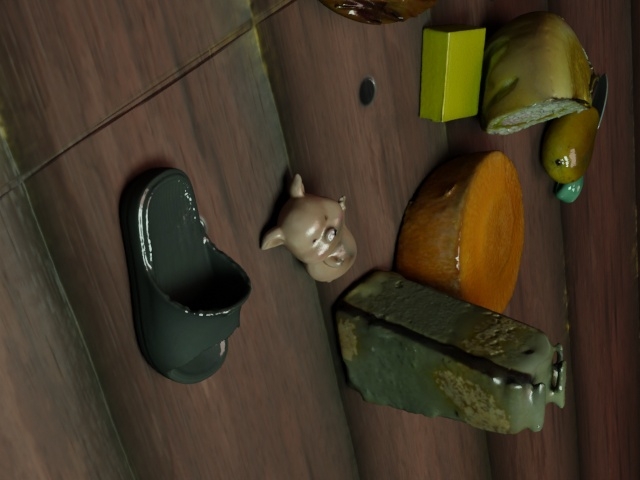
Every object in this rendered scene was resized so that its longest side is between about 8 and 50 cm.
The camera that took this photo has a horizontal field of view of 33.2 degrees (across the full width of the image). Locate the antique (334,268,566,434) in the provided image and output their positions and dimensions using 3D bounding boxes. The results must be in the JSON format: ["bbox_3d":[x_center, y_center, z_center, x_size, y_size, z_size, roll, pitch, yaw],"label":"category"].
[{"bbox_3d":[0.165,0.147,1.341,0.125,0.284,0.150,-38,131,-42],"label":"antique"}]

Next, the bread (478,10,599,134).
[{"bbox_3d":[0.296,-0.242,1.529,0.260,0.158,0.156,-2,79,-62],"label":"bread"}]

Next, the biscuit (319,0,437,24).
[{"bbox_3d":[0.078,-0.400,1.193,0.317,0.040,0.318,-15,113,-39],"label":"biscuit"}]

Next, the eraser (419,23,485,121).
[{"bbox_3d":[0.176,-0.225,1.441,0.097,0.045,0.122,-21,119,-50],"label":"eraser"}]

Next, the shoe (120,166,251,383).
[{"bbox_3d":[-0.124,0.046,1.065,0.108,0.093,0.241,-39,129,-43],"label":"shoe"}]

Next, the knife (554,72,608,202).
[{"bbox_3d":[0.460,-0.185,1.854,0.063,0.034,0.260,140,-27,-73],"label":"knife"}]

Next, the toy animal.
[{"bbox_3d":[-0.006,-0.001,1.239,0.150,0.089,0.084,55,36,-44],"label":"toy animal"}]

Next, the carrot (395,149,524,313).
[{"bbox_3d":[0.215,-0.003,1.545,0.307,0.100,0.259,-35,127,-54],"label":"carrot"}]

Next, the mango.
[{"bbox_3d":[0.417,-0.165,1.779,0.161,0.076,0.103,-57,134,-30],"label":"mango"}]
